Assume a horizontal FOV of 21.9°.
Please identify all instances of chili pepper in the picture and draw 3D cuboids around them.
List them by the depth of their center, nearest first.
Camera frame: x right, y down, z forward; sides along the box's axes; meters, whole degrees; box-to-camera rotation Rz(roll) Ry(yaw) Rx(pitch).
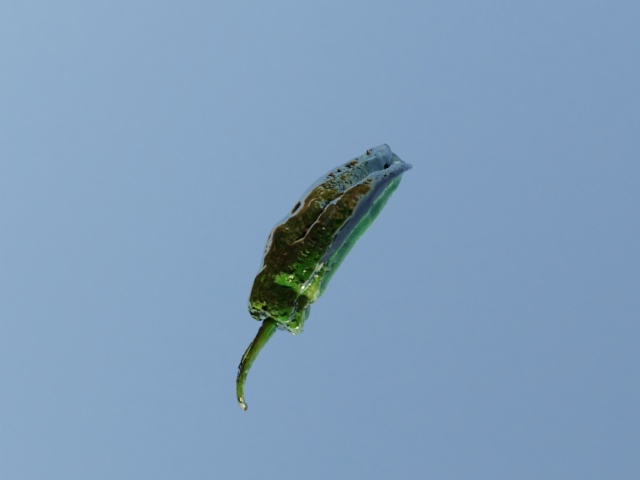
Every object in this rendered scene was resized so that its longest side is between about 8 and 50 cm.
[{"bbox_3d":[0.000,0.000,1.334,0.065,0.122,0.279,29,-125,11],"label":"chili pepper"}]
